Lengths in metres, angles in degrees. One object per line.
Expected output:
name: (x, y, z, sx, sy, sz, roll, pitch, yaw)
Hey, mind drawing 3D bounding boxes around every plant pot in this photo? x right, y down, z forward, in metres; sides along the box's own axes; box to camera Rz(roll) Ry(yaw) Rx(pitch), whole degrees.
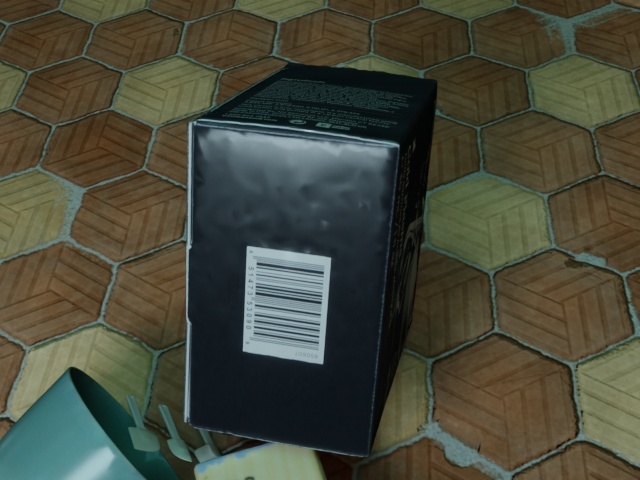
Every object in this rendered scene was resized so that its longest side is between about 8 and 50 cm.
plant pot: (-0.378, 0.381, 1.344, 0.235, 0.293, 0.293, -41, 55, -9)

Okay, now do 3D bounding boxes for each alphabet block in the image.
alphabet block: (-0.069, 0.436, 1.315, 0.193, 0.193, 0.197, -15, 48, -6)

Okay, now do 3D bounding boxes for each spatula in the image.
spatula: (-0.240, 0.315, 1.444, 0.168, 0.019, 0.242, 17, 4, -20)

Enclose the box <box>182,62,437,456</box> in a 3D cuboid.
box: (0.000, 0.000, 1.408, 0.298, 0.479, 0.471, 8, 22, 10)
